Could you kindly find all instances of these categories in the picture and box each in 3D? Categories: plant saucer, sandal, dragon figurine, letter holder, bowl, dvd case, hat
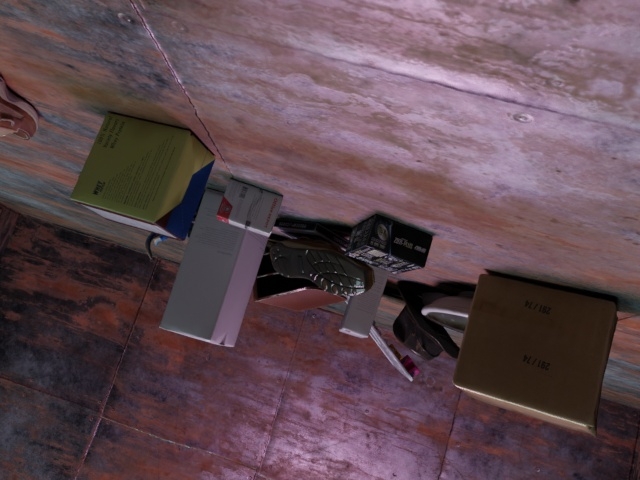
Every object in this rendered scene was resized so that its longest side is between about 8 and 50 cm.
[{"bbox_3d":[0.513,0.234,1.830,0.400,0.100,0.400,17,168,4],"label":"plant saucer"},{"bbox_3d":[-0.200,0.024,1.983,0.219,0.060,0.090,7,178,37],"label":"sandal"},{"bbox_3d":[-0.384,-0.048,1.619,0.144,0.085,0.289,-13,-162,5],"label":"dragon figurine"},{"bbox_3d":[-0.058,0.129,1.990,0.214,0.152,0.302,-13,162,23],"label":"letter holder"},{"bbox_3d":[0.422,0.222,2.031,0.142,0.053,0.142,24,166,-21],"label":"bowl"},{"bbox_3d":[0.000,0.000,1.711,0.179,0.029,0.238,7,163,45],"label":"dvd case"},{"bbox_3d":[0.329,0.308,2.016,0.331,0.134,0.331,42,-166,-13],"label":"hat"}]

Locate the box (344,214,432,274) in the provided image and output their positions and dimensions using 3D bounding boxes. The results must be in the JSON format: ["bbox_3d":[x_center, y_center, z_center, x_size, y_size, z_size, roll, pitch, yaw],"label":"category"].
[{"bbox_3d":[0.156,0.014,1.416,0.147,0.077,0.180,20,168,-9],"label":"box"}]

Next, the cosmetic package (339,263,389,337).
[{"bbox_3d":[0.133,0.172,1.794,0.085,0.231,0.117,18,169,-1],"label":"cosmetic package"}]

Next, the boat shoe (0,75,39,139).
[{"bbox_3d":[-0.723,-0.281,1.304,0.123,0.116,0.324,18,168,3],"label":"boat shoe"}]

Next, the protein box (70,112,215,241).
[{"bbox_3d":[-0.361,-0.130,1.243,0.201,0.200,0.136,15,168,17],"label":"protein box"}]

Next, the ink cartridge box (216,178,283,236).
[{"bbox_3d":[-0.169,-0.077,1.443,0.135,0.099,0.056,20,168,-3],"label":"ink cartridge box"}]

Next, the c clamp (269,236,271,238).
[{"bbox_3d":[-0.245,-0.029,1.964,0.160,0.022,0.137,8,165,38],"label":"c clamp"}]

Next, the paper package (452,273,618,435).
[{"bbox_3d":[0.521,0.266,1.450,0.325,0.309,0.168,11,164,29],"label":"paper package"}]

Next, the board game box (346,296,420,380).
[{"bbox_3d":[0.196,0.310,2.182,0.390,0.050,0.390,54,176,1],"label":"board game box"}]

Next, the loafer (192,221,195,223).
[{"bbox_3d":[-0.507,-0.070,2.104,0.148,0.050,0.056,25,167,-28],"label":"loafer"}]

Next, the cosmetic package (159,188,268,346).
[{"bbox_3d":[-0.274,0.085,1.639,0.156,0.385,0.217,15,167,13],"label":"cosmetic package"}]

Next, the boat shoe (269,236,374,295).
[{"bbox_3d":[0.011,0.050,1.596,0.324,0.122,0.120,17,-149,36],"label":"boat shoe"}]

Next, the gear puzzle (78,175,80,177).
[{"bbox_3d":[-0.697,-0.143,2.072,0.175,0.044,0.339,13,167,25],"label":"gear puzzle"}]
